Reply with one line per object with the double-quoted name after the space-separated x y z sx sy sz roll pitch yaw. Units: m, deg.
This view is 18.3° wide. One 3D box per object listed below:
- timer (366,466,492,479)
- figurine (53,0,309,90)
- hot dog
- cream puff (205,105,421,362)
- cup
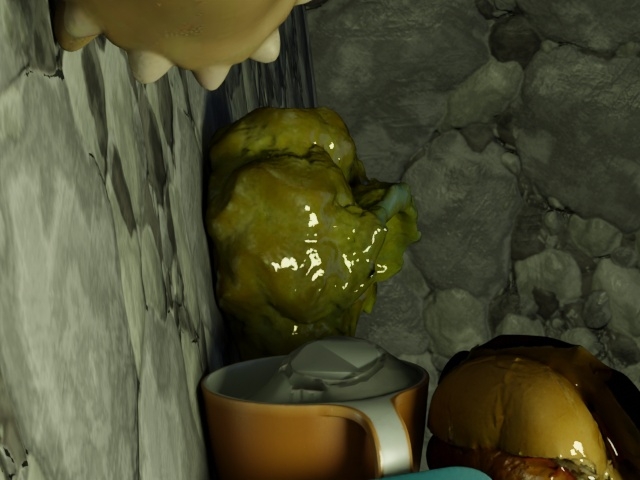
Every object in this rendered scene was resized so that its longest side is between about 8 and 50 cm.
0.023 0.263 1.351 0.250 0.231 0.091 -91 170 -69 "timer"
-0.093 -0.167 1.105 0.173 0.247 0.177 -49 114 -36 "figurine"
0.151 0.175 1.523 0.194 0.107 0.326 59 -17 3 "hot dog"
0.000 0.001 1.832 0.282 0.185 0.282 -11 90 -84 "cream puff"
0.009 0.214 1.577 0.226 0.182 0.264 -163 -111 -64 "cup"
